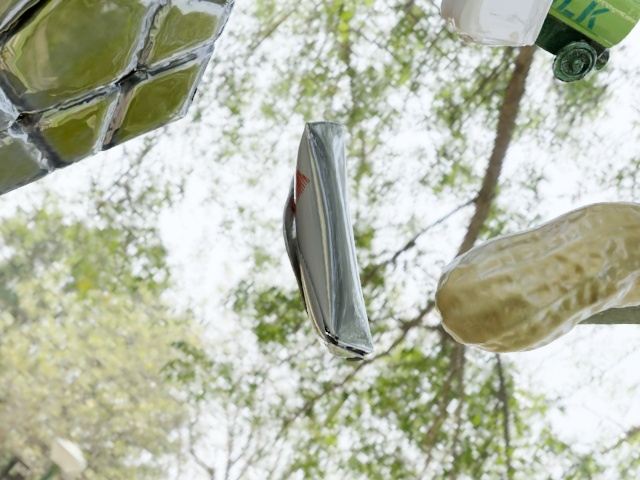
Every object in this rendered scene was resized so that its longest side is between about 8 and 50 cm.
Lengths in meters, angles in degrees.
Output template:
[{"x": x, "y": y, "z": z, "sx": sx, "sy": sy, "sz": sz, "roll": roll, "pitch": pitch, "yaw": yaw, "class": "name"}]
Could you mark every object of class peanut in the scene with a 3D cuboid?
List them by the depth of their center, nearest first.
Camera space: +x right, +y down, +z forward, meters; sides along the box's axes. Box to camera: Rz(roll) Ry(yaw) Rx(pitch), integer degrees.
[{"x": 0.278, "y": 0.037, "z": 1.153, "sx": 0.147, "sy": 0.306, "sz": 0.147, "roll": 157, "pitch": -90, "yaw": -88, "class": "peanut"}]

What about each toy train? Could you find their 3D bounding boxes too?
[{"x": 0.293, "y": -0.311, "z": 1.290, "sx": 0.253, "sy": 0.105, "sz": 0.157, "roll": 23, "pitch": -56, "yaw": -23, "class": "toy train"}]

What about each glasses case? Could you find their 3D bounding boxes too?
[{"x": 0.000, "y": 0.000, "z": 1.281, "sx": 0.083, "sy": 0.308, "sz": 0.128, "roll": -10, "pitch": -11, "yaw": 17, "class": "glasses case"}]

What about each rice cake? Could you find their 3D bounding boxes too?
[{"x": 0.360, "y": 0.090, "z": 1.360, "sx": 0.042, "sy": 0.045, "sz": 0.245, "roll": 51, "pitch": -29, "yaw": -19, "class": "rice cake"}]

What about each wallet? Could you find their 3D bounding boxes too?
[{"x": 0.150, "y": -0.223, "z": 0.711, "sx": 0.033, "sy": 0.095, "sz": 0.190, "roll": 51, "pitch": -53, "yaw": 43, "class": "wallet"}]

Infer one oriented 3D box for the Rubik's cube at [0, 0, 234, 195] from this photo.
[{"x": -0.175, "y": -0.174, "z": 0.460, "sx": 0.319, "sy": 0.319, "sz": 0.264, "roll": 22, "pitch": -44, "yaw": 37, "class": "Rubik's cube"}]
